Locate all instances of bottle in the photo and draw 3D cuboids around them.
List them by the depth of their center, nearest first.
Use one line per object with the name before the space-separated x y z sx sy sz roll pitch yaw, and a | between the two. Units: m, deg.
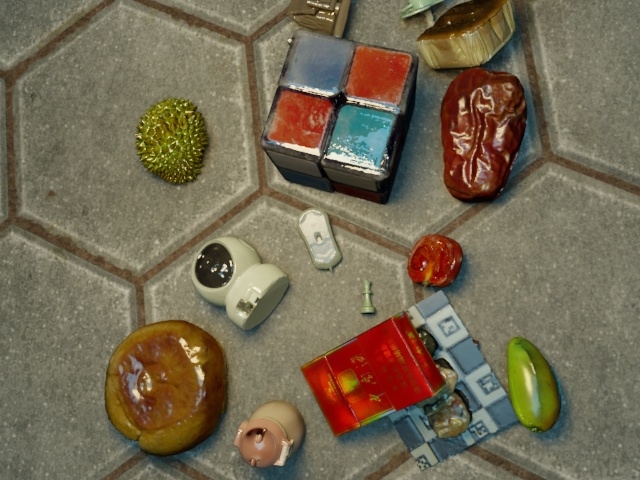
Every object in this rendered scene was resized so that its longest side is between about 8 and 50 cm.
bottle | -0.127 0.481 1.338 0.147 0.236 0.147 -1 82 8

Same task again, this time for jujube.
jujube | 0.405 -0.267 1.405 0.216 0.216 0.342 5 94 9

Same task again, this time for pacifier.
pacifier | 0.290 -0.628 1.524 0.150 0.127 0.117 -38 118 -25

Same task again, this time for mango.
mango | 0.517 0.346 1.334 0.111 0.125 0.233 -24 54 32

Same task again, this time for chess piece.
chess piece | 0.123 0.148 1.455 0.042 0.042 0.093 -4 75 7

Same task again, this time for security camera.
security camera | -0.223 0.096 1.438 0.236 0.194 0.194 39 89 16

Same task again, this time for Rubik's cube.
Rubik's cube | 0.061 -0.298 1.387 0.313 0.316 0.318 15 85 9

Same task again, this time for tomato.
tomato | 0.309 0.060 1.403 0.091 0.159 0.139 16 81 -32

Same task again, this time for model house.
model house | -0.007 -0.621 1.540 0.188 0.122 0.229 14 87 12

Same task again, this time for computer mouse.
computer mouse | 0.000 0.000 1.482 0.089 0.056 0.182 -22 88 6

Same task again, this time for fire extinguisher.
fire extinguisher | 0.354 0.267 1.413 0.100 0.046 0.032 14 39 17

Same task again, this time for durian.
durian | -0.413 -0.288 1.529 0.200 0.176 0.237 2 70 -12

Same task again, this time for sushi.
sushi | 0.268 0.354 1.352 0.296 0.100 0.373 -32 79 10

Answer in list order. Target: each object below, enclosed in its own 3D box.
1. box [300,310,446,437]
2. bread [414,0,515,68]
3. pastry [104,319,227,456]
box | 0.119 0.329 1.333 0.313 0.089 0.197 -35 78 32
bread | 0.378 -0.546 1.428 0.192 0.110 0.210 -44 34 -16
pastry | -0.399 0.381 1.434 0.356 0.164 0.356 -1 84 13
